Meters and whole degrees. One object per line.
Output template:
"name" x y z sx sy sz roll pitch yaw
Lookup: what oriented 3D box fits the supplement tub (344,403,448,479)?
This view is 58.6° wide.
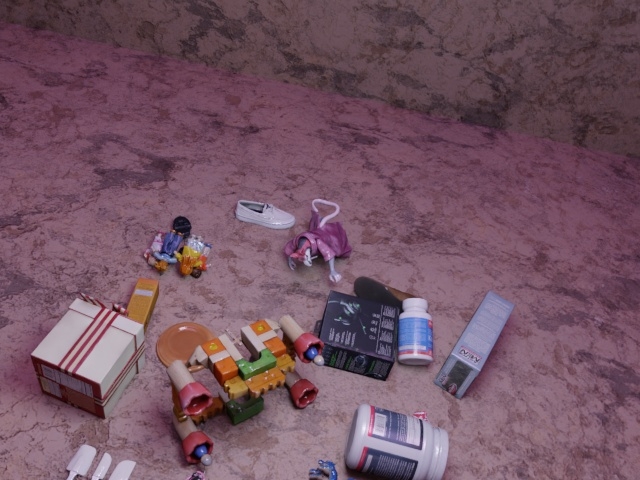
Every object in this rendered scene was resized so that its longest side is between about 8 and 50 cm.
"supplement tub" 0.222 0.611 1.695 0.272 0.191 0.191 16 43 1

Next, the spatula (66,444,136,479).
"spatula" -0.628 0.677 1.525 0.168 0.019 0.242 22 44 0

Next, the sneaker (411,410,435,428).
"sneaker" 0.349 0.599 1.851 0.119 0.042 0.067 26 47 15

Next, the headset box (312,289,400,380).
"headset box" 0.120 0.329 2.008 0.283 0.131 0.246 14 43 -1

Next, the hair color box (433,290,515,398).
"hair color box" 0.555 0.367 2.046 0.114 0.185 0.374 32 45 17

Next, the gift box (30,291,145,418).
"gift box" -0.689 0.326 1.702 0.277 0.255 0.258 25 45 3

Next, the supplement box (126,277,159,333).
"supplement box" -0.616 0.238 1.943 0.080 0.078 0.233 8 42 -6

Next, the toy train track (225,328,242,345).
"toy train track" -0.300 0.333 1.976 0.083 0.014 0.048 40 48 25

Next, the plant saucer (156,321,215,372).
"plant saucer" -0.444 0.348 1.904 0.200 0.037 0.200 8 43 -8

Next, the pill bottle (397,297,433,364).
"pill bottle" 0.337 0.323 2.029 0.124 0.124 0.221 7 66 -8

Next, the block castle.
"block castle" -0.206 0.437 1.678 0.453 0.302 0.213 -19 42 -31

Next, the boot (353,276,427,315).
"boot" 0.272 0.225 2.201 0.305 0.112 0.115 29 25 9

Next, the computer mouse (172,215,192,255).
"computer mouse" -0.535 0.001 2.250 0.071 0.041 0.242 -9 54 -15

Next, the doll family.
"doll family" -0.535 0.049 2.115 0.263 0.118 0.163 15 64 0

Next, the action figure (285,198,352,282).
"action figure" 0.000 0.000 2.208 0.248 0.275 0.370 11 12 21

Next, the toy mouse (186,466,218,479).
"toy mouse" -0.340 0.698 1.567 0.143 0.031 0.161 -7 46 -22

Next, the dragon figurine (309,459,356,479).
"dragon figurine" 0.090 0.732 1.609 0.289 0.085 0.144 22 44 10

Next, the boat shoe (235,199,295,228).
"boat shoe" -0.231 -0.114 2.412 0.258 0.084 0.095 7 43 -8
